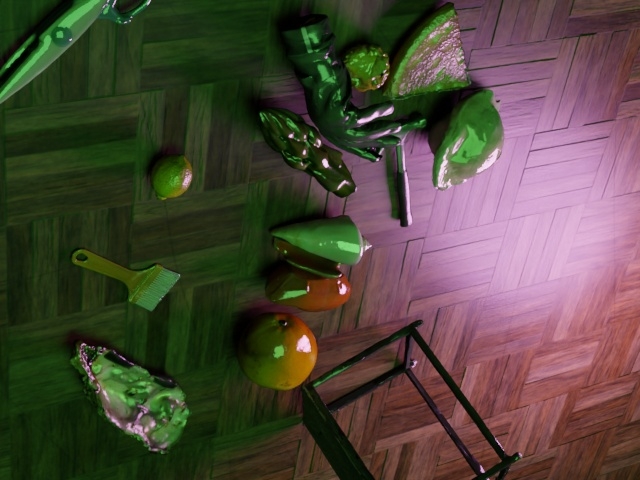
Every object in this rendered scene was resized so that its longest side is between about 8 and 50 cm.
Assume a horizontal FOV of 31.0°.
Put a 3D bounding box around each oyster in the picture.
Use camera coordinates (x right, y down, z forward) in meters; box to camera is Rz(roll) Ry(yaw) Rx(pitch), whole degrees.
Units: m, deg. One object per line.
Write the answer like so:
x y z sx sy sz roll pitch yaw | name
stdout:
-0.335 0.261 2.008 0.128 0.079 0.345 -55 138 -14 | oyster

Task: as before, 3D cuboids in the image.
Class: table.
0.165 0.382 2.226 0.272 0.335 0.222 -28 155 -15 | table

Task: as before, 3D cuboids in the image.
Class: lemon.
-0.230 -0.097 1.773 0.062 0.062 0.083 11 116 -41 | lemon

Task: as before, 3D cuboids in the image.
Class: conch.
0.003 0.010 2.006 0.176 0.094 0.104 -8 149 -27 | conch

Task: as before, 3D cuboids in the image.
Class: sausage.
-0.021 0.082 2.057 0.179 0.089 0.089 5 122 -44 | sausage

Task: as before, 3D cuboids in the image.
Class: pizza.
0.197 -0.304 1.914 0.176 0.036 0.184 8 118 -41 | pizza

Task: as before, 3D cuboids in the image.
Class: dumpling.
0.251 -0.182 2.005 0.199 0.118 0.136 -56 142 -14 | dumpling

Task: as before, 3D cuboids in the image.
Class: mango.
-0.076 0.210 2.117 0.145 0.112 0.219 -31 150 -6 | mango

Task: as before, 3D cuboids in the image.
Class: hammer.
0.141 -0.111 2.048 0.103 0.029 0.246 -24 137 -17 | hammer

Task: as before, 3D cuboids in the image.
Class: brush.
-0.324 0.055 1.876 0.083 0.011 0.205 -50 136 12 | brush

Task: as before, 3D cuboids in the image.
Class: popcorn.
0.077 -0.285 1.837 0.084 0.084 0.084 -19 134 -21 | popcorn

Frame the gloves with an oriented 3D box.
0.025 -0.230 1.793 0.119 0.142 0.285 -38 120 3 | gloves

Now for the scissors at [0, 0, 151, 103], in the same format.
-0.344 -0.286 1.544 0.289 0.041 0.138 -45 137 1 | scissors

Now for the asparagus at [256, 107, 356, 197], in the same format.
-0.027 -0.151 1.862 0.080 0.080 0.287 -46 146 8 | asparagus
